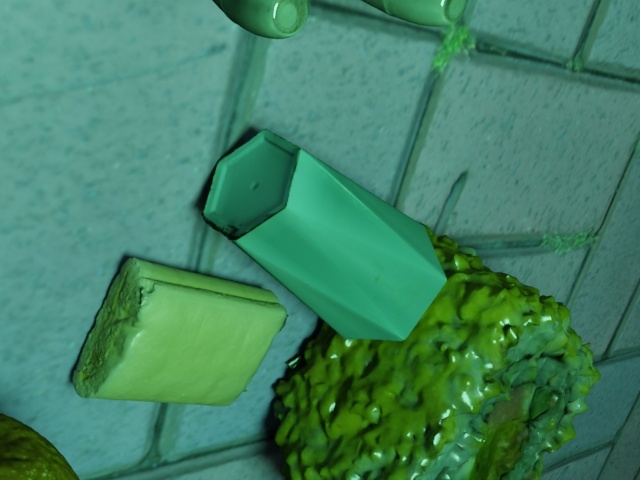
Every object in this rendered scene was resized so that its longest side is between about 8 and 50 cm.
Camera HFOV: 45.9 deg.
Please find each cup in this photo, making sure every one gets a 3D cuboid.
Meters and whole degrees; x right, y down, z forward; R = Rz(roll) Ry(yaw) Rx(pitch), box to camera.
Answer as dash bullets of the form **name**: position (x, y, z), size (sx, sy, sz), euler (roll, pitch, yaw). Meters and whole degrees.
- **cup**: position (0.000, 0.000, 0.732), size (0.236, 0.134, 0.148), euler (33, 88, -44)

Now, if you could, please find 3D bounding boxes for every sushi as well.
- **sushi**: position (0.143, 0.215, 0.909), size (0.351, 0.240, 0.396), euler (35, 87, -47)

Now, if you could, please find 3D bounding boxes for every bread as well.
- **bread**: position (-0.127, 0.096, 0.718), size (0.178, 0.060, 0.139), euler (15, 105, -47)

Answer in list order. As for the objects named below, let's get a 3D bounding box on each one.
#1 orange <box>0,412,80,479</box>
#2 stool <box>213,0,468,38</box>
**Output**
- **orange**: position (-0.283, 0.254, 0.525), size (0.274, 0.274, 0.274), euler (-23, 129, -31)
- **stool**: position (-0.013, -0.244, 0.509), size (0.195, 0.199, 0.195), euler (-16, 127, -36)
